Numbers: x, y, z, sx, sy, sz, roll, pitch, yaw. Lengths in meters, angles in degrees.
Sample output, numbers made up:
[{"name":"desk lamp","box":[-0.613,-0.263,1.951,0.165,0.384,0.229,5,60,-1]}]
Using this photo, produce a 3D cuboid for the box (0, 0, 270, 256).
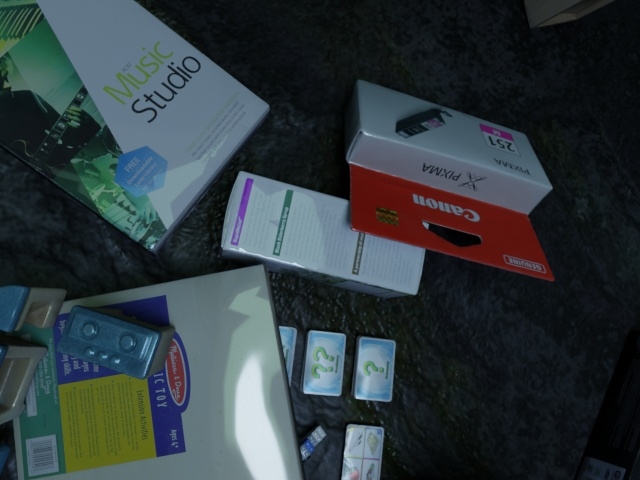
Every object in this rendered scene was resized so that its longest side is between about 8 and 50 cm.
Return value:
[{"name":"box","box":[-0.255,-0.168,0.536,0.321,0.058,0.232,36,72,-6]}]

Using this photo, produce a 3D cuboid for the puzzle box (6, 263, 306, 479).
[{"name":"puzzle box","box":[-0.149,0.245,0.453,0.271,0.052,0.410,-10,83,1]}]

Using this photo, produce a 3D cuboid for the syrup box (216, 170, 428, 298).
[{"name":"syrup box","box":[0.000,0.000,0.557,0.236,0.093,0.097,15,76,-12]}]

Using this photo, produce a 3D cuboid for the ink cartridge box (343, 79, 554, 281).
[{"name":"ink cartridge box","box":[0.166,-0.085,0.582,0.274,0.060,0.239,14,44,-13]}]

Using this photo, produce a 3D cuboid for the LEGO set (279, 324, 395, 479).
[{"name":"LEGO set","box":[-0.003,0.230,0.534,0.182,0.060,0.245,10,78,-10]}]

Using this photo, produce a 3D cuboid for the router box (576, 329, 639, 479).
[{"name":"router box","box":[0.513,0.323,0.646,0.242,0.081,0.309,35,73,-7]}]

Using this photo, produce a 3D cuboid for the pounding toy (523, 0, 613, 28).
[{"name":"pounding toy","box":[0.418,-0.424,0.745,0.141,0.130,0.100,-18,97,-18]}]

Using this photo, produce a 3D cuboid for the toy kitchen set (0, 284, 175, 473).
[{"name":"toy kitchen set","box":[-0.243,0.151,0.379,0.165,0.122,0.207,17,84,4]}]
